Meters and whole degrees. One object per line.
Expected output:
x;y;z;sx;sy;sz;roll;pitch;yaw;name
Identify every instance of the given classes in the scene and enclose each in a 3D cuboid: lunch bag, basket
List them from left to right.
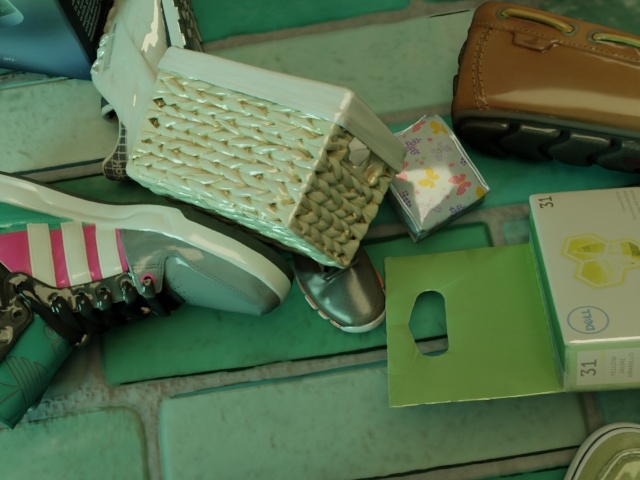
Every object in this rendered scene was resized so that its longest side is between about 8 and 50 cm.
-0.042;-0.058;0.715;0.167;0.113;0.103;19;81;30;basket
0.085;-0.052;0.797;0.071;0.053;0.083;-31;81;-5;lunch bag

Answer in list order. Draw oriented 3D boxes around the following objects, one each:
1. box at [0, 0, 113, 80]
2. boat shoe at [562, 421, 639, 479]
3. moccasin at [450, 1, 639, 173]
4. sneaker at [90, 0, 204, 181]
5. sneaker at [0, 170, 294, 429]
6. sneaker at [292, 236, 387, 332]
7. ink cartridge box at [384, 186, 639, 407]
-0.327;-0.277;0.767;0.296;0.294;0.183;8;73;4;box
0.204;0.267;0.649;0.109;0.094;0.302;7;70;6;boat shoe
0.297;-0.112;0.770;0.380;0.139;0.147;12;80;18;moccasin
-0.151;-0.163;0.839;0.094;0.090;0.235;-13;68;9;sneaker
-0.180;0.057;0.733;0.295;0.124;0.178;11;66;16;sneaker
0.000;0.000;0.775;0.061;0.065;0.158;-29;70;-8;sneaker
0.163;0.035;0.710;0.235;0.056;0.171;-4;37;5;ink cartridge box
